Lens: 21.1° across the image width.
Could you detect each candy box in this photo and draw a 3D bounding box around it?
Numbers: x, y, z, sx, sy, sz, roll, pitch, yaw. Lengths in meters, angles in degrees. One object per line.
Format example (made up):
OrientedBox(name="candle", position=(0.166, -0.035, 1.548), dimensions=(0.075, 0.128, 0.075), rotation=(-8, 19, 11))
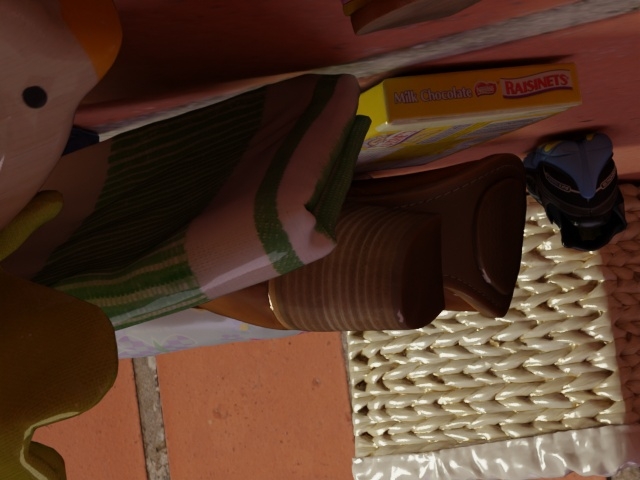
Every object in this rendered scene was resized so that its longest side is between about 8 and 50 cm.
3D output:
OrientedBox(name="candy box", position=(0.045, -0.060, 0.913), dimensions=(0.105, 0.027, 0.206), rotation=(-5, 176, -20))

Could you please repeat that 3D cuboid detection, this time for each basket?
OrientedBox(name="basket", position=(0.236, 0.093, 1.708), dimensions=(0.331, 0.267, 0.328), rotation=(-10, 175, 39))

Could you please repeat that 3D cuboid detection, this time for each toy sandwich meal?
OrientedBox(name="toy sandwich meal", position=(0.048, -0.086, 0.551), dimensions=(0.085, 0.029, 0.085), rotation=(-7, 176, -1))

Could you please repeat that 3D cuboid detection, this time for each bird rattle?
OrientedBox(name="bird rattle", position=(-0.169, -0.022, 0.483), dimensions=(0.253, 0.143, 0.207), rotation=(13, 132, -37))

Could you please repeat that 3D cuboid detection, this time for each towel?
OrientedBox(name="towel", position=(-0.143, 0.005, 0.707), dimensions=(0.324, 0.038, 0.248), rotation=(-14, -165, 9))

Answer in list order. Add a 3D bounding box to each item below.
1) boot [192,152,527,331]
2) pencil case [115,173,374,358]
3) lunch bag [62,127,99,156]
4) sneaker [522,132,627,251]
OrientedBox(name="boot", position=(0.000, 0.000, 1.077), dimensions=(0.220, 0.109, 0.283), rotation=(6, -164, 25))
OrientedBox(name="pencil case", position=(-0.072, 0.025, 1.264), dimensions=(0.273, 0.114, 0.124), rotation=(-8, 171, 12))
OrientedBox(name="lunch bag", position=(-0.158, -0.017, 0.872), dimensions=(0.098, 0.065, 0.067), rotation=(-9, 175, 13))
OrientedBox(name="sneaker", position=(0.180, -0.029, 1.224), dimensions=(0.067, 0.078, 0.188), rotation=(-8, 176, 5))
